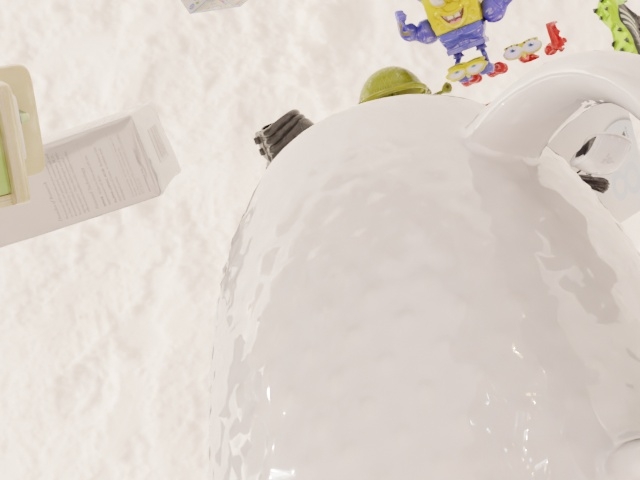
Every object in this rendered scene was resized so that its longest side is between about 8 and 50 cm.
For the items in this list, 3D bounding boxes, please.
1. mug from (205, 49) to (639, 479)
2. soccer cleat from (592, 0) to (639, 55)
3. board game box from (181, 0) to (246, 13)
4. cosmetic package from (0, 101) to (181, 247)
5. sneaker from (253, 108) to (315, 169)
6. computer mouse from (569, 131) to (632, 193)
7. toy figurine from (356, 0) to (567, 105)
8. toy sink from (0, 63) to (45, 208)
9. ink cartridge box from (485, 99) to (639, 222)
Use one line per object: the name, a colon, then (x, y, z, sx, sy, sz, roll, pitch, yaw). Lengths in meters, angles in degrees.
mug: (0.089, 0.070, 0.495, 0.374, 0.276, 0.328, 125, 142, -50)
soccer cleat: (0.547, -0.369, 1.684, 0.072, 0.060, 0.179, -2, 59, -18)
board game box: (-0.111, -0.349, 1.268, 0.103, 0.154, 0.026, -34, 92, 26)
cosmetic package: (-0.471, -0.112, 1.713, 0.384, 0.217, 0.156, -19, 104, 7)
sneaker: (-0.081, -0.137, 1.822, 0.147, 0.104, 0.296, 48, 131, 6)
computer mouse: (0.425, -0.117, 1.486, 0.106, 0.193, 0.042, 15, 74, 1)
toy figurine: (0.214, -0.369, 1.611, 0.362, 0.191, 0.217, -17, 92, 25)
toy sink: (-0.438, -0.117, 1.160, 0.131, 0.234, 0.153, 24, 124, 49)
ink cartridge box: (0.445, -0.147, 1.742, 0.091, 0.385, 0.308, -4, 109, 50)
